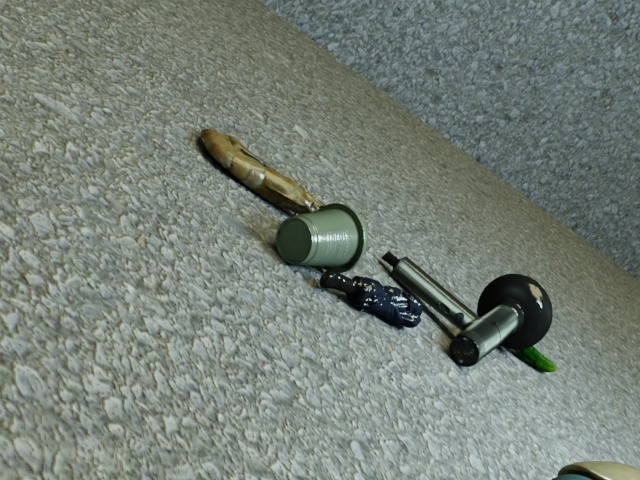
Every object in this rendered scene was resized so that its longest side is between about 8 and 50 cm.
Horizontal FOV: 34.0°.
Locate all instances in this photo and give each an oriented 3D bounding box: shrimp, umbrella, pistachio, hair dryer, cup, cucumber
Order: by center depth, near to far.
[{"bbox_3d":[0.461,0.420,1.681,0.215,0.144,0.144,25,23,-27],"label":"pistachio"},{"bbox_3d":[0.000,0.000,1.733,0.120,0.120,0.141,49,30,22],"label":"cup"},{"bbox_3d":[0.089,0.089,1.769,0.248,0.071,0.071,28,22,-40],"label":"umbrella"},{"bbox_3d":[-0.093,-0.116,1.901,0.296,0.058,0.169,33,17,-16],"label":"shrimp"},{"bbox_3d":[0.288,0.100,2.044,0.320,0.156,0.284,-6,60,-56],"label":"hair dryer"},{"bbox_3d":[0.441,0.240,2.209,0.168,0.039,0.039,38,17,-29],"label":"cucumber"}]

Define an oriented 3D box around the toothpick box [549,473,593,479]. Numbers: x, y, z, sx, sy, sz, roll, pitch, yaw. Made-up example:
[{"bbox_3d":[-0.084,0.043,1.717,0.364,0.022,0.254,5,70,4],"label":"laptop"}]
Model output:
[{"bbox_3d":[0.340,0.407,1.464,0.120,0.120,0.184,47,21,14],"label":"toothpick box"}]
